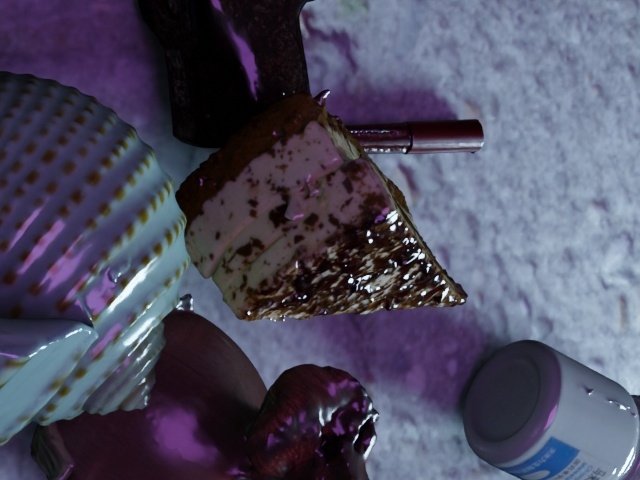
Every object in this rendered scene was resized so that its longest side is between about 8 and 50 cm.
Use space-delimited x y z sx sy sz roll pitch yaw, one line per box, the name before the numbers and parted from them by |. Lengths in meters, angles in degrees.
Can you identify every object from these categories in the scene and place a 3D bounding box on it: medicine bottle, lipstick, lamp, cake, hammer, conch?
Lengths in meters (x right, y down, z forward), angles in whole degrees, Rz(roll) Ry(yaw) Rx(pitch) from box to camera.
medicine bottle | 0.201 0.152 1.339 0.168 0.105 0.105 27 85 -32
lipstick | 0.040 -0.075 1.248 0.176 0.027 0.027 -3 101 -29
lamp | -0.084 0.115 1.103 0.223 0.215 0.151 15 53 -6
cake | -0.001 0.006 1.160 0.135 0.112 0.246 -34 158 4
hammer | 0.061 -0.217 1.197 0.408 0.095 0.243 -15 106 -30
conch | -0.245 0.016 0.973 0.303 0.319 0.215 -49 158 -55
